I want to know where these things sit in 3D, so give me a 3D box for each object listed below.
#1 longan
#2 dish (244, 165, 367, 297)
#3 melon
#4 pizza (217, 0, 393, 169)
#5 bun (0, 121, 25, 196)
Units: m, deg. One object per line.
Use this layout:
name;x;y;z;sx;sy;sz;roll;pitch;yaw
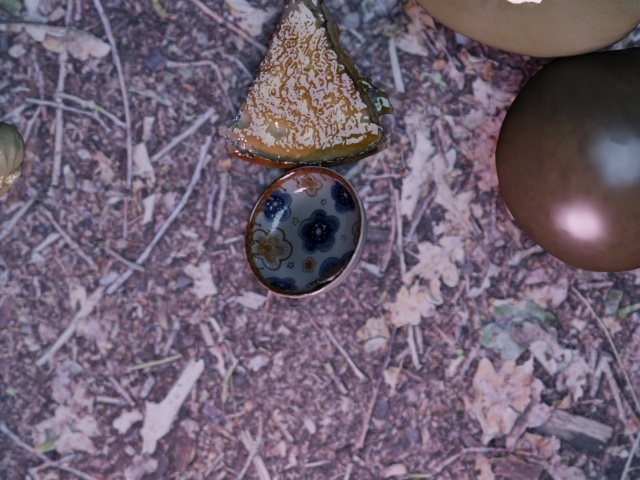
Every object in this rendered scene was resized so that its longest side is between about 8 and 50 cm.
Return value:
longan;0.303;-0.092;1.696;0.248;0.248;0.248;0;92;-11
dish;0.000;0.000;1.712;0.141;0.078;0.141;-10;70;28
melon;0.205;-0.319;1.645;0.308;0.272;0.272;9;90;15
pizza;-0.016;-0.172;1.715;0.185;0.052;0.195;-1;96;-4
bun;-0.326;-0.076;1.640;0.055;0.086;0.086;35;85;-4
